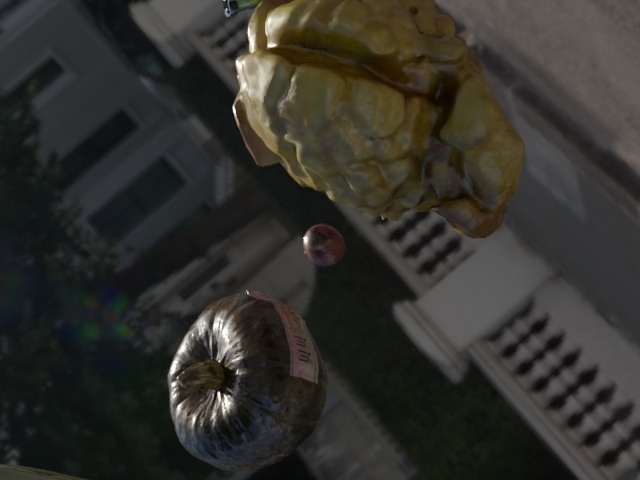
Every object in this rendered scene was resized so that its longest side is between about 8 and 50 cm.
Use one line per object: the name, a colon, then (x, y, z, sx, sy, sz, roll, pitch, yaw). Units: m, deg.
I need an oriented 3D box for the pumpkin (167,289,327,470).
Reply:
pumpkin: (-0.118, 0.200, 1.666, 0.189, 0.260, 0.260, 20, -163, -35)

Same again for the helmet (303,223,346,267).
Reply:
helmet: (-0.001, -0.001, 1.834, 0.084, 0.065, 0.049, 49, 175, 46)

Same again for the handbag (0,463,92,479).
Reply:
handbag: (-0.312, 0.340, 1.465, 0.256, 0.079, 0.219, 14, 159, -14)

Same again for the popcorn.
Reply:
popcorn: (0.056, -0.128, 1.102, 0.265, 0.225, 0.332, 26, -169, -48)

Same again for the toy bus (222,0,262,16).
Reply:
toy bus: (-0.152, -0.580, 2.258, 0.133, 0.165, 0.276, -132, 25, -77)
